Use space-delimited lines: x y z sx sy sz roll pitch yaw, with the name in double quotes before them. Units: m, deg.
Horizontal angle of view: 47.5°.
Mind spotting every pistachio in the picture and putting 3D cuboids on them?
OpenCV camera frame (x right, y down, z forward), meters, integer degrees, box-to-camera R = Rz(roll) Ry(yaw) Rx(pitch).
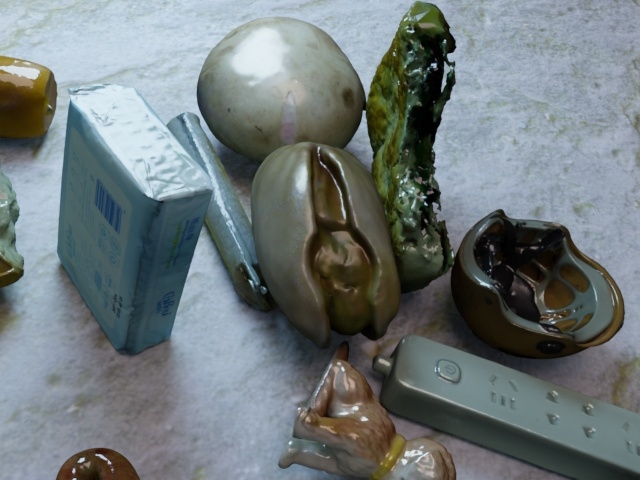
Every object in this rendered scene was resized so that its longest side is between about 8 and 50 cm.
"pistachio" 0.000 0.000 0.898 0.166 0.197 0.288 -4 59 -6

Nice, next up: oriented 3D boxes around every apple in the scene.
"apple" -0.214 0.244 0.701 0.084 0.071 0.084 7 42 -6

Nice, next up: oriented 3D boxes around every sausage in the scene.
"sausage" -0.524 -0.202 0.967 0.328 0.112 0.112 5 49 -10

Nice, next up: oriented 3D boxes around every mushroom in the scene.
"mushroom" -0.051 -0.210 1.065 0.255 0.184 0.255 11 47 -12

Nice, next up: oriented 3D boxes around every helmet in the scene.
"helmet" 0.266 0.073 0.954 0.224 0.130 0.198 23 51 -10

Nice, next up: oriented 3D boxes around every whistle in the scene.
"whistle" -0.136 -0.045 0.978 0.057 0.068 0.326 -29 59 0

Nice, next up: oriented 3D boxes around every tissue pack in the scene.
"tissue pack" -0.212 -0.018 0.796 0.089 0.263 0.177 -22 60 -35

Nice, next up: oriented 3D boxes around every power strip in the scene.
"power strip" 0.244 0.209 0.874 0.385 0.062 0.091 20 45 0

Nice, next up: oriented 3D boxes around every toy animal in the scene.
"toy animal" 0.072 0.205 0.806 0.185 0.104 0.184 22 39 9

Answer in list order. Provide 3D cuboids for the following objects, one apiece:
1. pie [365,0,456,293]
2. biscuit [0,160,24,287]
"pie" 0.113 -0.118 0.952 0.078 0.371 0.296 -2 17 -8
"biscuit" -0.485 -0.080 0.849 0.329 0.078 0.335 12 68 -8
